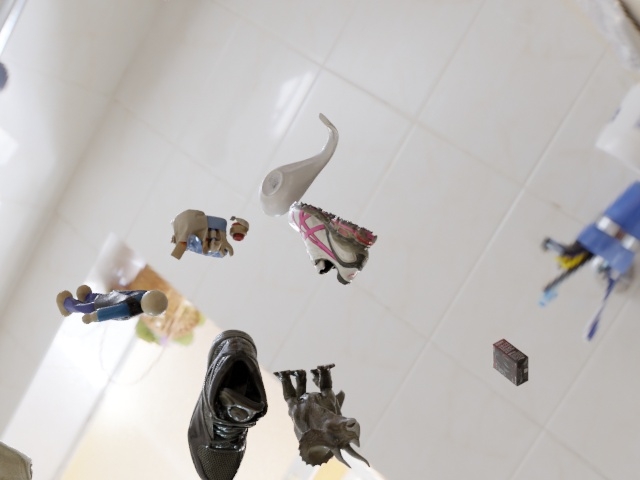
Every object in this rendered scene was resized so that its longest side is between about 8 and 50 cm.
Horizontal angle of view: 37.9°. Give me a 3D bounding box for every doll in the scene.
[{"bbox_3d":[-0.289,0.091,1.315,0.189,0.046,0.129,-1,-169,35],"label":"doll"}]

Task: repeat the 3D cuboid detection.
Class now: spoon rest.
[{"bbox_3d":[-0.049,-0.171,2.234,0.084,0.276,0.137,27,-162,-42],"label":"spoon rest"}]

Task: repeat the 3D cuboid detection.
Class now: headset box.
[{"bbox_3d":[0.372,0.238,1.841,0.032,0.062,0.083,-23,-144,-23],"label":"headset box"}]

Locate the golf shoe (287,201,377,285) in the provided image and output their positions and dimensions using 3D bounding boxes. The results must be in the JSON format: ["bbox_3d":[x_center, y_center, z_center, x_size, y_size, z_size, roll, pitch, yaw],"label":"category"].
[{"bbox_3d":[0.000,0.000,1.282,0.067,0.086,0.186,22,-176,-33],"label":"golf shoe"}]

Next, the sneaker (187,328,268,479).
[{"bbox_3d":[-0.129,0.248,1.270,0.087,0.228,0.130,11,-168,-12],"label":"sneaker"}]

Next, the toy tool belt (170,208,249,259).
[{"bbox_3d":[-0.116,0.002,0.973,0.083,0.051,0.052,10,155,-24],"label":"toy tool belt"}]

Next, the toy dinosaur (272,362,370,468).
[{"bbox_3d":[-0.007,0.280,1.478,0.121,0.160,0.313,-7,170,-5],"label":"toy dinosaur"}]

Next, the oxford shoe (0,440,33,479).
[{"bbox_3d":[-0.412,0.270,1.048,0.146,0.141,0.397,3,-157,-43],"label":"oxford shoe"}]
